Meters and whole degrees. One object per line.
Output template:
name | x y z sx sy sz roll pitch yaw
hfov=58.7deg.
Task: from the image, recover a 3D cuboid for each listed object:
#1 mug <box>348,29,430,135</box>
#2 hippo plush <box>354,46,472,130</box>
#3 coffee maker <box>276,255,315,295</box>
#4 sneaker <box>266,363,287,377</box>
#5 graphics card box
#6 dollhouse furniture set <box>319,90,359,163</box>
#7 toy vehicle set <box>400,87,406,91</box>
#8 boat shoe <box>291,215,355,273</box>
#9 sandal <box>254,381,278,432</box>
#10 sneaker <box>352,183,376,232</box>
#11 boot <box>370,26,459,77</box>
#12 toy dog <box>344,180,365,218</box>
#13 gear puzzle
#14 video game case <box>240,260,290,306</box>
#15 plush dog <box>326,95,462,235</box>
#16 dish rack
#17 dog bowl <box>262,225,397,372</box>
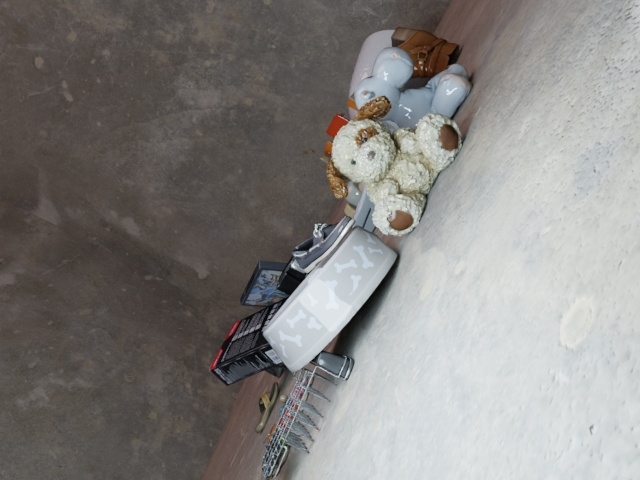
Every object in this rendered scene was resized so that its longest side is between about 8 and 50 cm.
mug | 0.241 -0.510 2.074 0.374 0.276 0.327 78 -153 -68
hippo plush | 0.201 -0.339 1.406 0.294 0.237 0.234 -61 4 13
coffee maker | -0.038 0.143 1.675 0.171 0.178 0.120 -62 3 -2
sneaker | -0.141 0.383 1.984 0.129 0.111 0.297 -58 2 -27
graphics card box | -0.168 0.307 1.827 0.371 0.094 0.232 -30 21 30
dollhouse furniture set | 0.145 -0.310 1.811 0.262 0.259 0.135 -60 2 43
toy vehicle set | 0.260 -0.411 1.671 0.035 0.166 0.267 -62 4 14
boat shoe | 0.000 0.000 1.197 0.075 0.065 0.206 -46 0 -40
sandal | -0.179 0.530 1.830 0.072 0.049 0.180 -58 6 50
sneaker | 0.158 -0.137 1.658 0.258 0.094 0.091 -62 8 13
boot | 0.296 -0.544 1.821 0.283 0.220 0.109 -60 -21 -14
toy dog | 0.133 -0.211 2.030 0.220 0.161 0.333 -61 4 14
gear puzzle | -0.107 0.468 1.301 0.175 0.044 0.339 -59 5 40
video game case | -0.098 0.152 1.850 0.248 0.275 0.035 122 147 -51
plush dog | 0.134 -0.170 1.186 0.262 0.226 0.210 -62 4 12
dish rack | -0.037 0.338 1.117 0.271 0.074 0.208 -65 3 -11
dog bowl | 0.013 0.112 1.201 0.348 0.102 0.349 -48 1 1
